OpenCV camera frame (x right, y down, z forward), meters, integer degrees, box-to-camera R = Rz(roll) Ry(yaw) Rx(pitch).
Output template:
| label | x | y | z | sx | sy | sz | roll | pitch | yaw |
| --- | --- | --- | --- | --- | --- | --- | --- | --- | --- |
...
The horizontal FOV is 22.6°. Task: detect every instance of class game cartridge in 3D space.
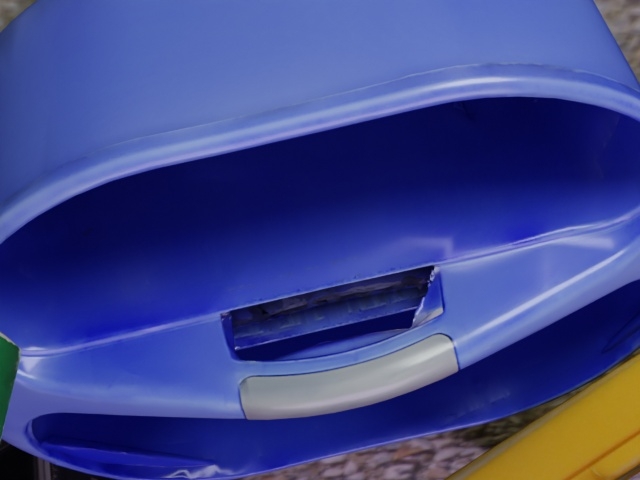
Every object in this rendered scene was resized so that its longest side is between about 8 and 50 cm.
| label | x | y | z | sx | sy | sz | roll | pitch | yaw |
| --- | --- | --- | --- | --- | --- | --- | --- | --- | --- |
| game cartridge | 0.177 | 0.099 | 0.872 | 0.324 | 0.052 | 0.285 | -38 | 166 | 31 |

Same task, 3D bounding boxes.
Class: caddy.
| label | x | y | z | sx | sy | sz | roll | pitch | yaw |
| --- | --- | --- | --- | --- | --- | --- | --- | --- | --- |
| caddy | 0.000 | 0.000 | 0.713 | 0.341 | 0.179 | 0.241 | -13 | 140 | 2 |

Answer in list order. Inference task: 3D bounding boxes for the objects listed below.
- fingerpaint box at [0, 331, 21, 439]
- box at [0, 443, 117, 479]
| label | x | y | z | sx | sy | sz | roll | pitch | yaw |
| --- | --- | --- | --- | --- | --- | --- | --- | --- | --- |
| fingerpaint box | -0.377 | 0.028 | 0.477 | 0.371 | 0.163 | 0.445 | -2 | 155 | 25 |
| box | -0.083 | 0.445 | 0.988 | 0.297 | 0.480 | 0.472 | -34 | 136 | 23 |
